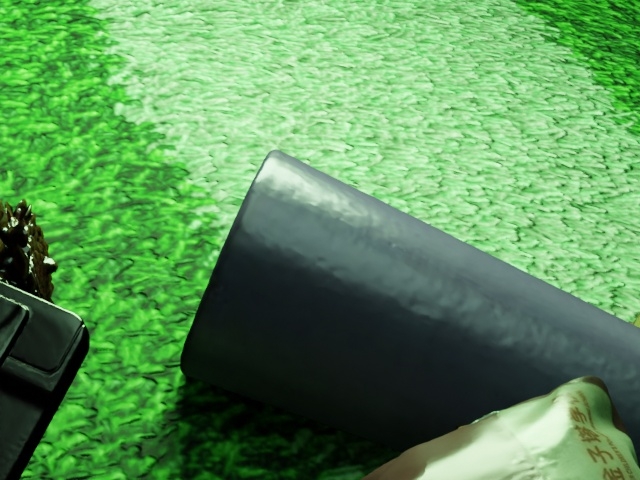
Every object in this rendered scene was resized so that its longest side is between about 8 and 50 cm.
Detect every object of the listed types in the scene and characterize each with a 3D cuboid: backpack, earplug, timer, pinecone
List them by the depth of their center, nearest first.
[{"bbox_3d":[0.117,0.261,1.047,0.317,0.197,0.283,-15,38,-11],"label":"backpack"},{"bbox_3d":[-0.277,0.116,1.111,0.144,0.055,0.187,23,67,6],"label":"timer"},{"bbox_3d":[-0.286,0.030,1.237,0.121,0.140,0.140,-14,37,2],"label":"pinecone"},{"bbox_3d":[0.119,0.102,1.271,0.456,0.215,0.215,23,33,1],"label":"earplug"}]

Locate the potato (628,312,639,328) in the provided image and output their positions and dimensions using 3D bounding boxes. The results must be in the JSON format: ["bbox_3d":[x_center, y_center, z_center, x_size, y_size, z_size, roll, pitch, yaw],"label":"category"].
[{"bbox_3d":[0.457,0.057,1.446,0.229,0.266,0.229,16,32,-11],"label":"potato"}]
